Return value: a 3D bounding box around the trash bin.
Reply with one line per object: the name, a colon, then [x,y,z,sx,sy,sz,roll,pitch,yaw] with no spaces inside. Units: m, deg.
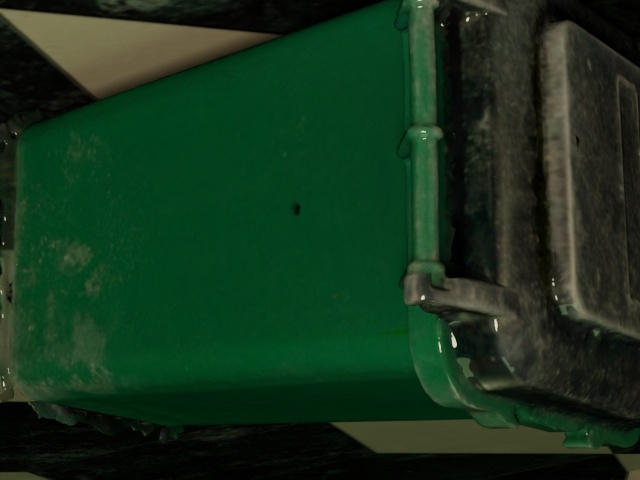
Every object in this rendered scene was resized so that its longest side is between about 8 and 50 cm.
trash bin: [0.000,0.000,1.090,0.381,0.259,0.295,-11,163,31]
